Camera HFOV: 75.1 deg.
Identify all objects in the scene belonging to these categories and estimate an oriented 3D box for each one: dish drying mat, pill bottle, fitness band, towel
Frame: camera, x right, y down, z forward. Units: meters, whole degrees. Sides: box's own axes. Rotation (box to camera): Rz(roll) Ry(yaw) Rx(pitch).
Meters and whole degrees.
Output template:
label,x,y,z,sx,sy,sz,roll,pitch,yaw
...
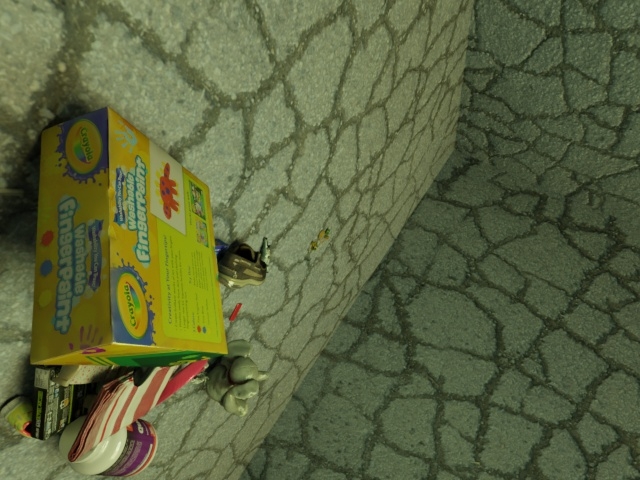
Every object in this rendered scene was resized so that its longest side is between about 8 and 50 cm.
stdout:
label,x,y,z,sx,sy,sz,roll,pitch,yaw
dish drying mat,-0.361,0.304,1.771,0.083,0.008,0.032,-61,157,6
pill bottle,-0.666,0.644,1.323,0.181,0.181,0.323,-50,156,-21
fitness band,-0.520,0.515,1.507,0.291,0.054,0.209,-39,178,21
towel,-0.542,0.462,1.202,0.237,0.037,0.329,-60,168,10

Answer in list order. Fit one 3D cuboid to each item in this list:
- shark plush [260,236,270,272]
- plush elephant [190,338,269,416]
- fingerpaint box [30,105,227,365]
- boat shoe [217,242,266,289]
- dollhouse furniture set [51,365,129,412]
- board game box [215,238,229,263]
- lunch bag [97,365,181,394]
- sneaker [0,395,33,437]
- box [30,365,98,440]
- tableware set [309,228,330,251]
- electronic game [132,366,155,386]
label,x,y,z,sx,sy,sz,roll,pitch,yaw
shark plush,-0.236,0.068,1.688,0.067,0.073,0.161,5,125,-31
plush elephant,-0.347,0.580,1.780,0.255,0.271,0.330,-20,147,20
fingerpaint box,-0.374,0.025,0.869,0.163,0.444,0.371,-16,160,11
boat shoe,-0.262,0.086,1.501,0.130,0.132,0.355,-65,173,6
dollhouse furniture set,-0.522,0.274,1.031,0.303,0.174,0.355,64,41,-72
board game box,-0.391,0.098,1.357,0.210,0.047,0.160,-61,172,6
lunch bag,-0.568,0.399,1.323,0.279,0.108,0.224,-23,142,-54
sneaker,-0.737,0.482,1.088,0.081,0.094,0.208,-50,156,-23
box,-0.654,0.382,1.083,0.184,0.045,0.190,-38,138,-79
tableware set,0.000,0.000,2.133,0.154,0.024,0.104,-32,145,-48
electronic game,-0.415,0.274,1.092,0.229,0.048,0.229,-50,-165,18
